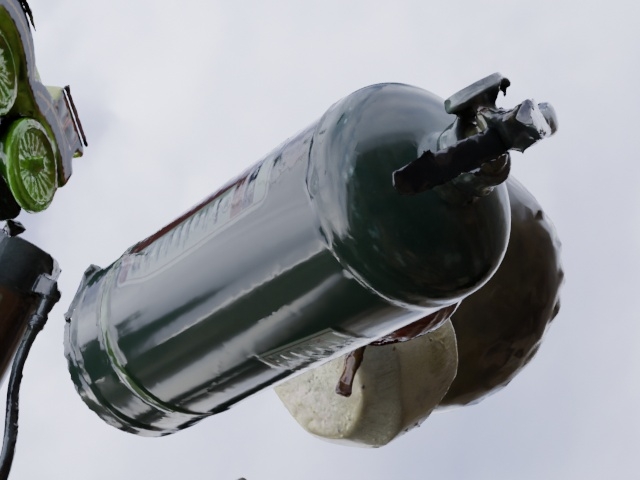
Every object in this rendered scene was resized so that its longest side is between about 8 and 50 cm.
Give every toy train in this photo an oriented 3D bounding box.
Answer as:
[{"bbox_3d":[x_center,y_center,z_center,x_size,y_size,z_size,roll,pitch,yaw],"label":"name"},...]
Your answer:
[{"bbox_3d":[-0.290,-0.149,1.019,0.160,0.101,0.296,-77,-21,-52],"label":"toy train"}]

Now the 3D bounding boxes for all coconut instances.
[{"bbox_3d":[0.041,0.100,1.117,0.162,0.161,0.161,-20,-46,-52],"label":"coconut"}]

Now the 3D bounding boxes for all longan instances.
[{"bbox_3d":[0.148,0.052,1.738,0.391,0.391,0.391,-27,-44,-29],"label":"longan"}]

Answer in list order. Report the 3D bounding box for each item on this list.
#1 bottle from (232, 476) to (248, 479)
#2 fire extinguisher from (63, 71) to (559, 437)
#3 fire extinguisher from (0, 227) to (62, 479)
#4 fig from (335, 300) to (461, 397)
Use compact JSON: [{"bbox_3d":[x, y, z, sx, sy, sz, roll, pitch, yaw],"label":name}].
[{"bbox_3d":[-0.023,0.283,0.931,0.110,0.209,0.097,-35,-11,-46],"label":"bottle"},{"bbox_3d":[0.000,0.000,0.503,0.118,0.093,0.294,-29,-2,-44],"label":"fire extinguisher"},{"bbox_3d":[-0.393,0.171,1.317,0.113,0.200,0.376,36,-109,-35],"label":"fire extinguisher"},{"bbox_3d":[0.057,0.035,0.957,0.128,0.128,0.150,-17,-86,-37],"label":"fig"}]
